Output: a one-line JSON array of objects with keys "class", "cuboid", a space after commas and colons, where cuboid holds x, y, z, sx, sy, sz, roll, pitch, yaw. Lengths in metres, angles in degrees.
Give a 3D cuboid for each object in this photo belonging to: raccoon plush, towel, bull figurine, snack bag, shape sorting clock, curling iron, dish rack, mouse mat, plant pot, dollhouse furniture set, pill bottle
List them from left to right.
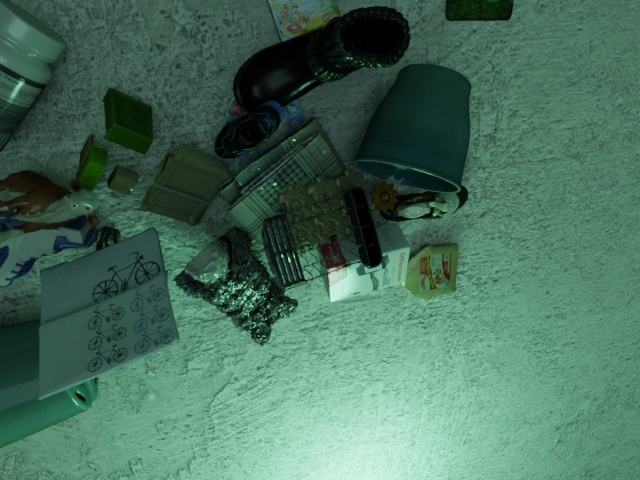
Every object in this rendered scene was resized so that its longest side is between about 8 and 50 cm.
[{"class": "pill bottle", "cuboid": [-0.662, -0.330, 0.819, 0.161, 0.161, 0.283, 37, 99, -23]}, {"class": "plant pot", "cuboid": [-0.766, 0.351, 0.993, 0.335, 0.341, 0.340, -15, 114, -15]}, {"class": "bull figurine", "cuboid": [-0.608, -0.076, 0.853, 0.188, 0.311, 0.101, -28, 125, -42]}, {"class": "snack bag", "cuboid": [-0.498, 0.142, 0.935, 0.323, 0.342, 0.037, -22, 148, -2]}, {"class": "curling iron", "cuboid": [-0.555, 0.089, 1.079, 0.068, 0.035, 0.273, -1, 111, -8]}, {"class": "dollhouse furniture set", "cuboid": [-0.398, -0.186, 0.990, 0.302, 0.151, 0.197, 20, 123, -42]}, {"class": "raccoon plush", "cuboid": [-0.194, 0.150, 0.979, 0.216, 0.446, 0.299, -41, 98, 4]}, {"class": "shape sorting clock", "cuboid": [-0.138, -0.288, 1.020, 0.207, 0.040, 0.206, -4, 112, -11]}, {"class": "towel", "cuboid": [-0.059, -0.109, 1.066, 0.312, 0.056, 0.324, -37, 127, 2]}, {"class": "dish rack", "cuboid": [0.000, 0.000, 0.991, 0.272, 0.074, 0.208, -19, 99, -16]}, {"class": "plant pot", "cuboid": [0.245, -0.278, 1.004, 0.272, 0.272, 0.255, 15, 93, -18]}, {"class": "mouse mat", "cuboid": [0.408, -0.640, 1.023, 0.190, 0.007, 0.152, -7, 112, -11]}]

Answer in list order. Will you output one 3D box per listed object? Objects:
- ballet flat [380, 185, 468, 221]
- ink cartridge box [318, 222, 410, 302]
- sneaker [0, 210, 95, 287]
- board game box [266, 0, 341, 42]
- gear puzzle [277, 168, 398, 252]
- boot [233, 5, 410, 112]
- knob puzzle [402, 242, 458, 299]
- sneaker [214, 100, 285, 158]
[{"class": "ballet flat", "cuboid": [0.314, -0.095, 1.168, 0.281, 0.096, 0.095, -12, 112, -8]}, {"class": "ink cartridge box", "cuboid": [0.124, 0.065, 1.157, 0.238, 0.100, 0.171, -15, 139, -7]}, {"class": "sneaker", "cuboid": [-0.707, 0.015, 0.977, 0.316, 0.127, 0.182, 3, 114, -7]}, {"class": "board game box", "cuboid": [-0.038, -0.543, 0.948, 0.154, 0.026, 0.103, -23, 114, -3]}, {"class": "gear puzzle", "cuboid": [0.054, -0.095, 1.068, 0.339, 0.044, 0.175, -17, 105, -17]}, {"class": "boot", "cuboid": [-0.011, -0.381, 0.866, 0.348, 0.260, 0.131, -34, 120, -8]}, {"class": "knob puzzle", "cuboid": [0.338, 0.099, 1.288, 0.213, 0.030, 0.213, -5, 113, -11]}, {"class": "sneaker", "cuboid": [-0.183, -0.238, 0.927, 0.232, 0.090, 0.081, -22, 117, 41]}]
